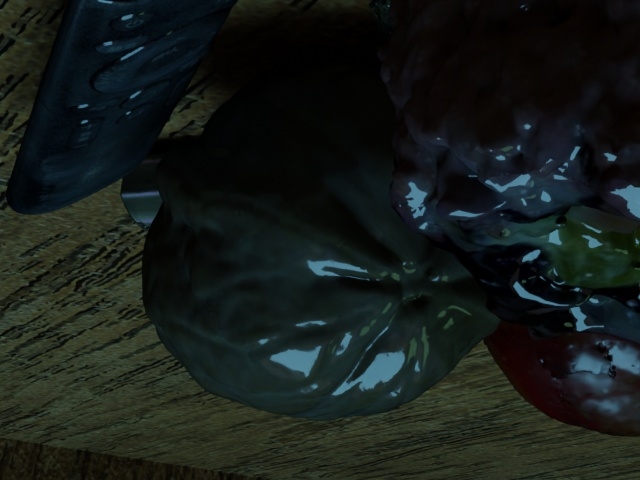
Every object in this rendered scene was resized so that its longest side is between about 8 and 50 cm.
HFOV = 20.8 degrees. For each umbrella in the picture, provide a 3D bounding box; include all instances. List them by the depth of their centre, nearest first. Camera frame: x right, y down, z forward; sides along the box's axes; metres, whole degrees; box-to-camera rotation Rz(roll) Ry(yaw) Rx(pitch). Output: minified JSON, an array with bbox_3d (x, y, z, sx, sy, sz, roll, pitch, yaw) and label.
[{"bbox_3d":[0.040,-0.113,0.939,0.031,0.020,0.083,42,179,24],"label":"umbrella"}]

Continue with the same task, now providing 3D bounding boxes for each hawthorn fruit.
[{"bbox_3d":[0.166,0.017,1.109,0.181,0.181,0.235,-12,131,48],"label":"hawthorn fruit"}]

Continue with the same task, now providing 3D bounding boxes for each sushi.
[{"bbox_3d":[0.158,-0.050,0.838,0.236,0.171,0.270,-6,156,37],"label":"sushi"}]

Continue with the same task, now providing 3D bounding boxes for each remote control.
[{"bbox_3d":[-0.110,-0.091,0.962,0.107,0.044,0.377,-33,177,-21],"label":"remote control"}]

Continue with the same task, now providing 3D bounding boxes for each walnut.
[{"bbox_3d":[0.000,0.000,0.995,0.224,0.224,0.224,5,164,2],"label":"walnut"}]

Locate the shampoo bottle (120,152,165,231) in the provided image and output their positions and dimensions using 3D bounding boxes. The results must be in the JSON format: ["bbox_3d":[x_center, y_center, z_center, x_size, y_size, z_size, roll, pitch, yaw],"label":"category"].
[{"bbox_3d":[-0.019,-0.035,1.162,0.227,0.056,0.086,-3,158,29],"label":"shampoo bottle"}]
